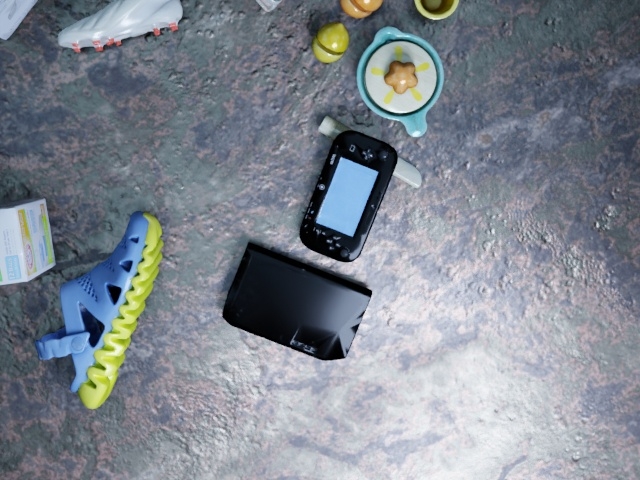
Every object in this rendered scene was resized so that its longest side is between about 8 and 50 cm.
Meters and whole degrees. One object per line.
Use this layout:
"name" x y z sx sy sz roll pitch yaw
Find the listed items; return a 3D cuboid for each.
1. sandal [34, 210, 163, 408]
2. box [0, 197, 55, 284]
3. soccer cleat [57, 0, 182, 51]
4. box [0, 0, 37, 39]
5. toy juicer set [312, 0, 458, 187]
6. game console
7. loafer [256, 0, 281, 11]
"sandal" -0.343 0.097 1.699 0.138 0.126 0.317 24 92 0
"box" -0.474 0.002 1.641 0.103 0.203 0.114 -8 95 -1
"soccer cleat" -0.311 -0.343 1.690 0.196 0.068 0.076 -16 90 -8
"box" -0.452 -0.437 1.590 0.127 0.231 0.262 36 93 -4
"toy juicer set" 0.086 -0.257 1.698 0.209 0.089 0.328 9 95 -3
"game console" 0.000 0.000 1.724 0.213 0.044 0.361 21 100 -4
"loafer" -0.112 -0.407 1.702 0.125 0.039 0.045 47 51 -3
